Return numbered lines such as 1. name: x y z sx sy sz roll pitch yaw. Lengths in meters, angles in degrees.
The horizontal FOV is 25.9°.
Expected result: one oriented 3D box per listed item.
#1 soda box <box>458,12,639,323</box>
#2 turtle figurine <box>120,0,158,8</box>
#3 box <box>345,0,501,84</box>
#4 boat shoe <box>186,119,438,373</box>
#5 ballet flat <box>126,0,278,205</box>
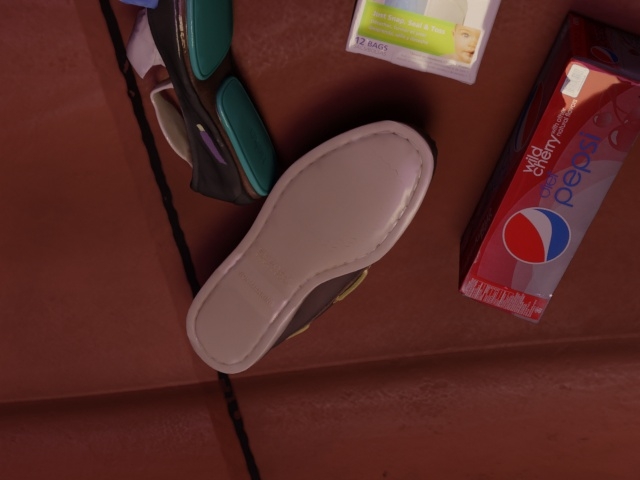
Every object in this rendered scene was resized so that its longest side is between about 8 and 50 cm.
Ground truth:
1. soda box: 0.205 -0.060 1.227 0.083 0.092 0.263 19 124 -5
2. turtle figurine: -0.035 -0.296 0.996 0.197 0.266 0.275 27 124 -10
3. box: 0.099 -0.247 1.109 0.114 0.103 0.203 15 125 -2
4. boat shoe: 0.000 0.000 1.297 0.116 0.096 0.324 47 120 9
5. ballet flat: -0.115 -0.148 1.219 0.096 0.095 0.280 2 125 22
